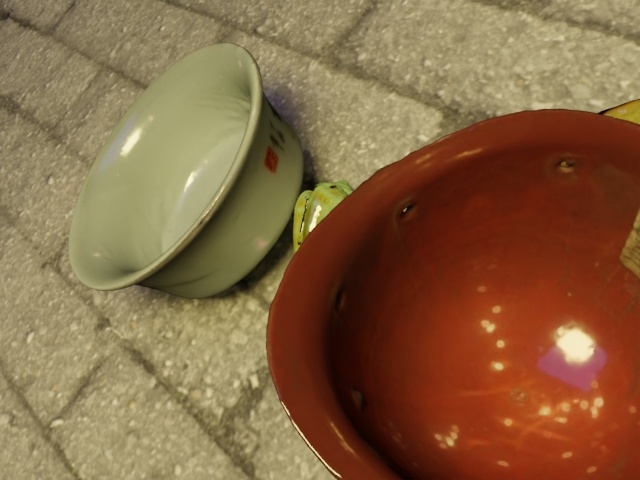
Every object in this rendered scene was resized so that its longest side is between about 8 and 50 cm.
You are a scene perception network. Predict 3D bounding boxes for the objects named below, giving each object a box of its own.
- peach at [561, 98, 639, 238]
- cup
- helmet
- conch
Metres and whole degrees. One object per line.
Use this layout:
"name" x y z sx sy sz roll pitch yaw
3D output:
"peach" 0.350 -0.066 0.719 0.279 0.068 0.189 -2 55 34
"cup" -0.151 -0.062 0.954 0.347 0.163 0.347 -26 46 31
"helmet" 0.168 0.098 0.617 0.385 0.230 0.337 -19 59 -1
"conch" 0.000 0.000 0.880 0.079 0.106 0.170 5 70 35
